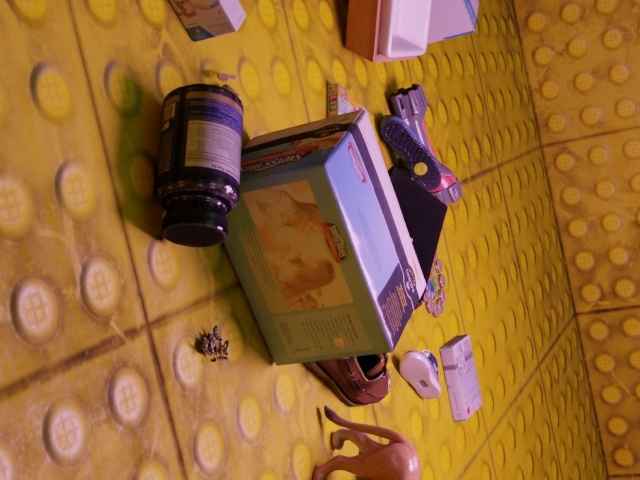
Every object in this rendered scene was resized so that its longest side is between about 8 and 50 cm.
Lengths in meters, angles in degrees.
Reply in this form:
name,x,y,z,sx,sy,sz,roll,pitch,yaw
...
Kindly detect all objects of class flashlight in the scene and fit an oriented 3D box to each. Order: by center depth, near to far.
name,x,y,z,sx,sy,sz,roll,pitch,yaw
flashlight,0.259,-0.232,2.399,0.103,0.103,0.304,-106,176,-73

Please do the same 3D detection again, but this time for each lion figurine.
name,x,y,z,sx,sy,sz,roll,pitch,yaw
lion figurine,0.120,0.474,1.695,0.142,0.240,0.392,11,71,-62

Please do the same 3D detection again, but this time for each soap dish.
name,x,y,z,sx,sy,sz,roll,pitch,yaw
soap dish,0.157,-0.525,2.213,0.291,0.118,0.229,-26,123,-63

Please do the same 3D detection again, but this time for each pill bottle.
name,x,y,z,sx,sy,sz,roll,pitch,yaw
pill bottle,-0.178,-0.108,1.433,0.123,0.122,0.219,36,50,-55

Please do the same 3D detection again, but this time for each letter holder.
name,x,y,z,sx,sy,sz,roll,pitch,yaw
letter holder,0.111,0.037,1.973,0.152,0.214,0.302,35,42,-12

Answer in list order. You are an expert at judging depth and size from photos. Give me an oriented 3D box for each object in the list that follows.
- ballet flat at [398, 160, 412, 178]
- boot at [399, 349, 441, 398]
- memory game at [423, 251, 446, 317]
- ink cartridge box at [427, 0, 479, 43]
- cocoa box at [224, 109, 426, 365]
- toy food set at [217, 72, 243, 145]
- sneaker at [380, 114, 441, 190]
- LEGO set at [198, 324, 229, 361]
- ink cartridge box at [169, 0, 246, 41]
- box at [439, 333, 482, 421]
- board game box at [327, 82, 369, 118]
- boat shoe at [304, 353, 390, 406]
name,x,y,z,sx,sy,sz,roll,pitch,yaw
ballet flat,0.204,-0.162,2.331,0.041,0.041,0.114,61,33,-34
boot,0.221,0.275,2.184,0.190,0.069,0.086,61,23,-49
memory game,0.275,0.096,2.407,0.186,0.012,0.186,32,53,-57
ink cartridge box,0.315,-0.664,2.582,0.168,0.171,0.233,57,35,-39
cocoa box,0.000,0.000,1.629,0.347,0.231,0.228,69,28,-22
toy food set,-0.159,-0.215,1.631,0.078,0.019,0.122,-11,99,-64
sneaker,0.214,-0.211,2.290,0.209,0.069,0.082,50,13,-16
LEGO set,-0.164,0.161,1.486,0.083,0.023,0.054,67,28,-53
ink cartridge box,-0.188,-0.385,1.549,0.122,0.088,0.052,60,37,-35
box,0.354,0.342,2.450,0.145,0.038,0.186,-18,96,-63
board game box,0.061,-0.255,2.081,0.154,0.026,0.104,32,53,-57
boat shoe,0.076,0.242,1.843,0.307,0.104,0.111,37,49,-55
